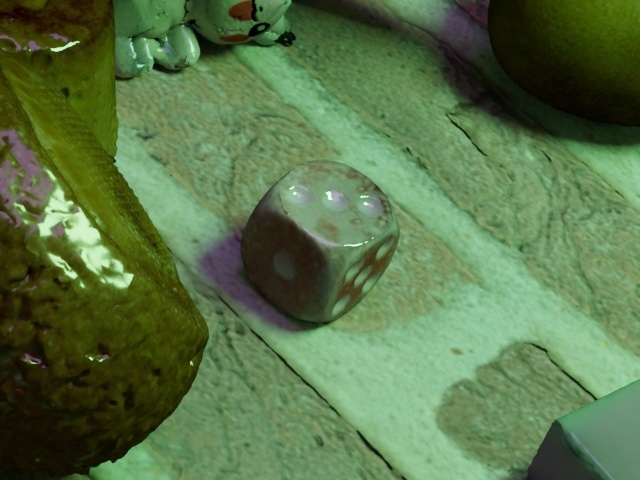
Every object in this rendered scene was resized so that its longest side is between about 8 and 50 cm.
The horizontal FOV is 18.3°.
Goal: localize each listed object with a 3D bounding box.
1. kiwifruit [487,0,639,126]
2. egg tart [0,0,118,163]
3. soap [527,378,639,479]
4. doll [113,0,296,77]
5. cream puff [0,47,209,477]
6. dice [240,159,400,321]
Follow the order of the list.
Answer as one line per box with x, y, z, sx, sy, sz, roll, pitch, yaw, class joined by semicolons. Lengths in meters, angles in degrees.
0.270;-0.196;1.766;0.234;0.196;0.196;15;43;-16;kiwifruit
-0.240;-0.141;1.553;0.202;0.147;0.203;12;45;-12;egg tart
0.306;0.175;1.493;0.259;0.081;0.181;-22;57;-35;soap
-0.105;-0.212;1.693;0.192;0.149;0.095;-12;40;-18;doll
-0.216;0.023;1.327;0.212;0.303;0.303;-36;60;-1;cream puff
0.000;0.000;1.541;0.093;0.094;0.091;40;46;17;dice
